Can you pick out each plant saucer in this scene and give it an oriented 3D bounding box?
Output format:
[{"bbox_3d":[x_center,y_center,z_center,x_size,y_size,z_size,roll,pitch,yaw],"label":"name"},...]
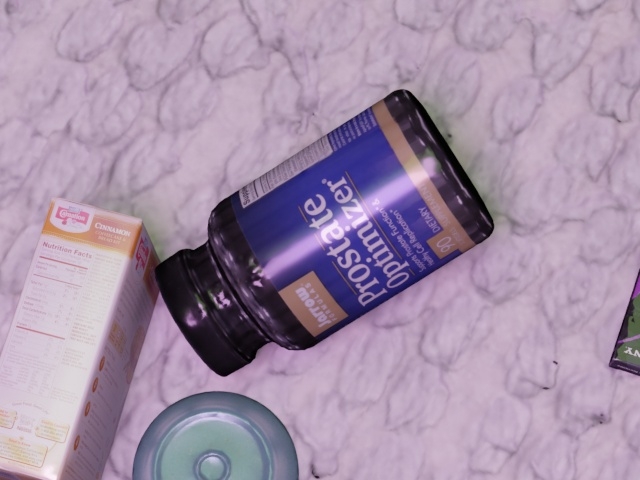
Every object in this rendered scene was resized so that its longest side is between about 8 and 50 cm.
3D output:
[{"bbox_3d":[-0.075,0.163,1.358,0.119,0.021,0.119,-1,74,2],"label":"plant saucer"}]

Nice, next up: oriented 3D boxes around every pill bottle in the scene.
[{"bbox_3d":[0.000,0.000,1.339,0.219,0.123,0.123,-33,75,7],"label":"pill bottle"}]

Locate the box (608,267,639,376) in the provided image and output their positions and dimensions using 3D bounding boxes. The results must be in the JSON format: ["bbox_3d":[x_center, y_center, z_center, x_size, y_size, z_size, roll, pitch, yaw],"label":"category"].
[{"bbox_3d":[0.285,0.033,1.373,0.116,0.029,0.162,18,77,8],"label":"box"}]

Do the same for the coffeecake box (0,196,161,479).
[{"bbox_3d":[-0.171,0.082,1.322,0.068,0.142,0.185,15,75,6],"label":"coffeecake box"}]
